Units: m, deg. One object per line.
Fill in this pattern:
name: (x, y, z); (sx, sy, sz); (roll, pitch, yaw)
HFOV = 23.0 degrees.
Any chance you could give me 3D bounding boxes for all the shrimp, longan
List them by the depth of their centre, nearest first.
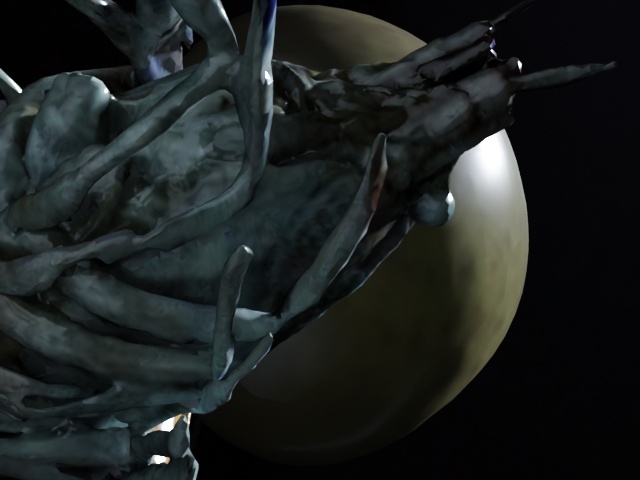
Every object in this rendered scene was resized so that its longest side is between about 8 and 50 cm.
shrimp: (-0.110, 0.016, 0.510); (0.410, 0.166, 0.221); (-35, -129, 14)
longan: (0.000, 0.000, 0.810); (0.215, 0.246, 0.246); (-6, -123, 35)

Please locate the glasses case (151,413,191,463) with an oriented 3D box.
glasses case: (-0.071, 0.051, 0.630); (0.064, 0.041, 0.170); (-37, -155, 26)
